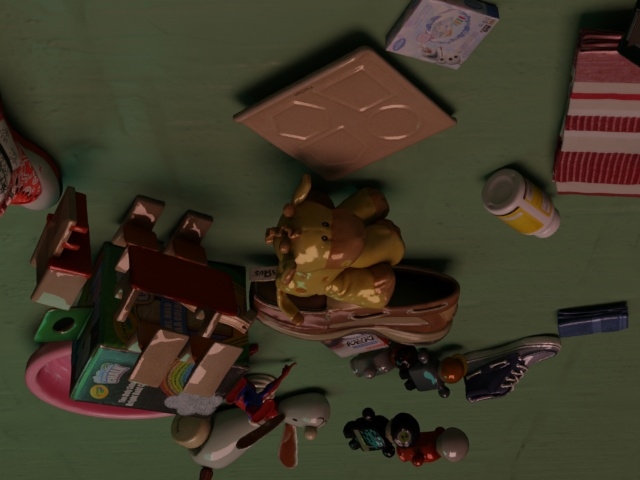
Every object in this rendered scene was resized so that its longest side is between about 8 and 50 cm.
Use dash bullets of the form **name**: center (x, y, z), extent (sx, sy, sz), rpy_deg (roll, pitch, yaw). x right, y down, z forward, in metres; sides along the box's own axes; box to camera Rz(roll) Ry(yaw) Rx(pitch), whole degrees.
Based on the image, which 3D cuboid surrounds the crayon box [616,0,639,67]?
- **crayon box**: center (0.464, -0.232, 0.943), extent (0.318, 0.081, 0.202), rpy_deg (6, 115, -16)

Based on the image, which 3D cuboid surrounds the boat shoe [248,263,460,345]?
- **boat shoe**: center (0.057, 0.074, 1.515), extent (0.323, 0.123, 0.120), rpy_deg (4, 139, -16)

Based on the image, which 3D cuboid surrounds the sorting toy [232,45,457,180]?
- **sorting toy**: center (0.031, -0.149, 1.198), extent (0.193, 0.038, 0.208), rpy_deg (-23, 149, 32)

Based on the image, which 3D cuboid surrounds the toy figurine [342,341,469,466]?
- **toy figurine**: center (0.159, 0.283, 1.774), extent (0.213, 0.210, 0.148), rpy_deg (24, 153, -37)

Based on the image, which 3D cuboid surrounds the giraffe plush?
- **giraffe plush**: center (0.000, 0.000, 1.276), extent (0.210, 0.181, 0.170), rpy_deg (-20, 162, -2)

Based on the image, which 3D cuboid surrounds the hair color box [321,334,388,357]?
- **hair color box**: center (0.036, 0.134, 1.666), extent (0.093, 0.053, 0.167), rpy_deg (-16, 146, 25)

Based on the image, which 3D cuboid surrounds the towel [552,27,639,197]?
- **towel**: center (0.403, -0.138, 1.186), extent (0.237, 0.037, 0.329), rpy_deg (3, 155, 9)

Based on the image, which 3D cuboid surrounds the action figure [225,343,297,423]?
- **action figure**: center (-0.107, 0.239, 1.764), extent (0.091, 0.139, 0.280), rpy_deg (40, 169, -3)

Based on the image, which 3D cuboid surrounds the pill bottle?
- **pill bottle**: center (0.272, -0.045, 1.357), extent (0.065, 0.065, 0.116), rpy_deg (-25, 142, 34)

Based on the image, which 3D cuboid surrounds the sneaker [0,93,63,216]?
- **sneaker**: center (-0.386, -0.068, 1.196), extent (0.090, 0.145, 0.270), rpy_deg (-5, 150, 5)

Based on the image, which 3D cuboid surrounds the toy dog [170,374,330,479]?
- **toy dog**: center (-0.147, 0.404, 2.013), extent (0.220, 0.161, 0.333), rpy_deg (23, 142, -36)

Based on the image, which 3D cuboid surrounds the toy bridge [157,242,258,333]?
- **toy bridge**: center (-0.180, 0.072, 1.447), extent (0.188, 0.063, 0.026), rpy_deg (35, 118, 2)

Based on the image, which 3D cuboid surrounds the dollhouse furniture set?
- **dollhouse furniture set**: center (-0.223, 0.039, 1.284), extent (0.259, 0.262, 0.135), rpy_deg (18, 123, -29)

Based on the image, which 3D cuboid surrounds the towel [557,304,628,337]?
- **towel**: center (0.462, 0.137, 1.721), extent (0.119, 0.029, 0.067), rpy_deg (-9, 149, 10)

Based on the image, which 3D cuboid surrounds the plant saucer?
- **plant saucer**: center (-0.337, 0.216, 1.754), extent (0.332, 0.084, 0.332), rpy_deg (-1, 149, -1)

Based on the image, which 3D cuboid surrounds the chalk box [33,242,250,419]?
- **chalk box**: center (-0.271, 0.133, 1.505), extent (0.288, 0.179, 0.180), rpy_deg (13, 140, -22)

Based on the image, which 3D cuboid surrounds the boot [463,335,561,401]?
- **boot**: center (0.347, 0.235, 1.826), extent (0.190, 0.086, 0.069), rpy_deg (-19, 146, 27)

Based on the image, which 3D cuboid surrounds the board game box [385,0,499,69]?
- **board game box**: center (0.129, -0.226, 1.080), extent (0.090, 0.020, 0.090), rpy_deg (10, 148, -22)
